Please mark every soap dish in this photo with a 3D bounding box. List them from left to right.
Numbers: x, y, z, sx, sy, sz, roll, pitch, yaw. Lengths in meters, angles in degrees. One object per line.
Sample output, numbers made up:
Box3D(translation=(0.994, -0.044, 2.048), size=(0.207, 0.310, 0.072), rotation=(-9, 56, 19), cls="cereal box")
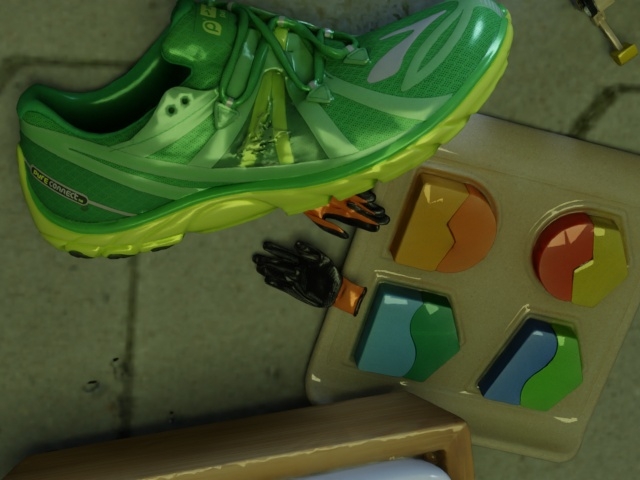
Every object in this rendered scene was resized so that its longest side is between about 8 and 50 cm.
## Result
Box3D(translation=(-0.047, 0.215, 1.113), size=(0.291, 0.118, 0.229), rotation=(-10, 119, -3), cls="soap dish")

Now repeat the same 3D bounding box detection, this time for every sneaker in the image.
Box3D(translation=(-0.033, -0.082, 1.014), size=(0.295, 0.109, 0.123), rotation=(-19, 114, 2), cls="sneaker")

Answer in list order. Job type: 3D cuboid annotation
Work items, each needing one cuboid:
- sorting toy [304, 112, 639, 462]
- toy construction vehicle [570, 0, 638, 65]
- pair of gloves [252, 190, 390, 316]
Box3D(translation=(0.108, 0.032, 1.125), size=(0.193, 0.038, 0.208), rotation=(13, 108, -14), cls="sorting toy")
Box3D(translation=(0.183, -0.163, 1.067), size=(0.086, 0.035, 0.098), rotation=(-39, 115, -5), cls="toy construction vehicle")
Box3D(translation=(0.000, 0.000, 1.096), size=(0.074, 0.010, 0.083), rotation=(20, 111, 10), cls="pair of gloves")
